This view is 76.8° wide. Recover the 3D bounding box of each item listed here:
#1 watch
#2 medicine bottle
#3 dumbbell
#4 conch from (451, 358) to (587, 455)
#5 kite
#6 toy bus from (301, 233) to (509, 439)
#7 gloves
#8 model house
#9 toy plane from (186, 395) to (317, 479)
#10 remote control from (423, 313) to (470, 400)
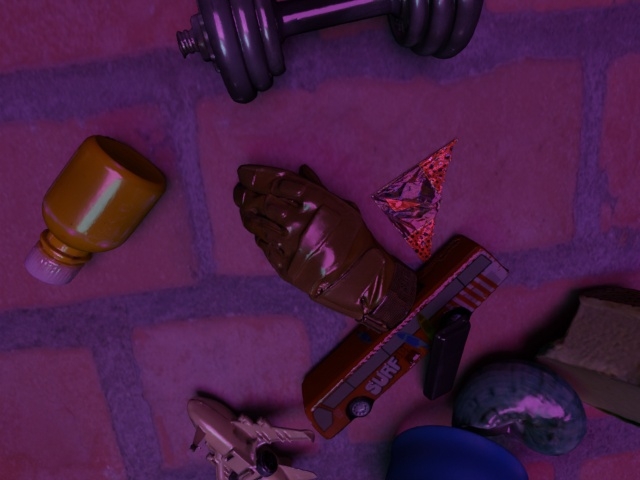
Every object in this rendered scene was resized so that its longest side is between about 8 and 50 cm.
[{"bbox_3d":[0.256,0.441,0.660,0.274,0.241,0.305,43,126,-6],"label":"watch"},{"bbox_3d":[-0.333,-0.035,0.581,0.122,0.122,0.212,40,98,-12],"label":"medicine bottle"},{"bbox_3d":[0.019,-0.294,0.512,0.407,0.179,0.179,-14,105,0],"label":"dumbbell"},{"bbox_3d":[0.353,0.291,0.709,0.202,0.134,0.196,29,144,-17],"label":"conch"},{"bbox_3d":[0.143,-0.065,0.664,0.125,0.008,0.222,8,104,-5],"label":"kite"},{"bbox_3d":[0.128,0.163,0.676,0.092,0.093,0.409,43,97,-17],"label":"toy bus"},{"bbox_3d":[0.003,0.005,0.604,0.331,0.141,0.154,39,100,-12],"label":"gloves"},{"bbox_3d":[0.516,0.189,0.691,0.214,0.195,0.189,42,73,-27],"label":"model house"},{"bbox_3d":[-0.136,0.368,0.713,0.256,0.104,0.242,41,114,-19],"label":"toy plane"},{"bbox_3d":[0.202,0.199,0.657,0.063,0.025,0.245,-25,140,-11],"label":"remote control"}]
